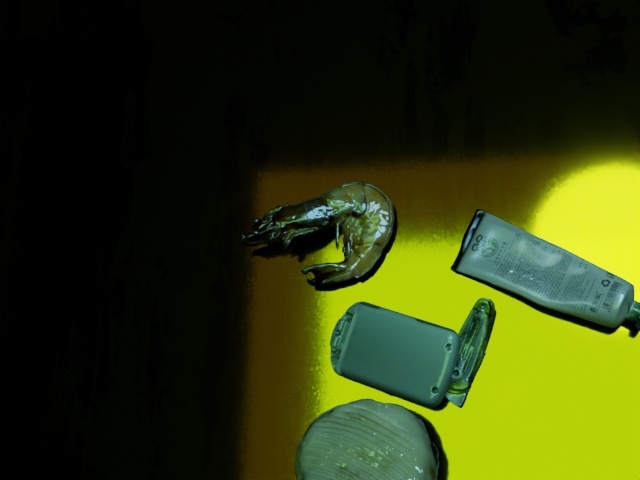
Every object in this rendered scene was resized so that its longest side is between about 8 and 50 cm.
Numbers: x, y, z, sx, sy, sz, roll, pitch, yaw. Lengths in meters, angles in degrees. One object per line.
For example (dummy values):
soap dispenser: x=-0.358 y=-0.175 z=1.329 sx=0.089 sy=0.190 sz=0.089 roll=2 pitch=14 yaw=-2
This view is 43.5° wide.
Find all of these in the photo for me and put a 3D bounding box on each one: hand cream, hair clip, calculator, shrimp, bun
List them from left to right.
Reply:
shrimp: x=0.001 y=0.002 z=1.472 sx=0.289 sy=0.075 sz=0.178 roll=-19 pitch=73 yaw=-5
bun: x=0.077 y=0.369 z=1.292 sx=0.239 sy=0.141 sz=0.239 roll=-3 pitch=42 yaw=3
calculator: x=0.128 y=0.193 z=1.374 sx=0.246 sy=0.045 sz=0.141 roll=15 pitch=83 yaw=27
hair clip: x=0.249 y=0.186 z=1.367 sx=0.060 sy=0.033 sz=0.188 roll=22 pitch=87 yaw=21
hand cream: x=0.389 y=0.058 z=1.357 sx=0.336 sy=0.076 sz=0.121 roll=25 pitch=77 yaw=26
